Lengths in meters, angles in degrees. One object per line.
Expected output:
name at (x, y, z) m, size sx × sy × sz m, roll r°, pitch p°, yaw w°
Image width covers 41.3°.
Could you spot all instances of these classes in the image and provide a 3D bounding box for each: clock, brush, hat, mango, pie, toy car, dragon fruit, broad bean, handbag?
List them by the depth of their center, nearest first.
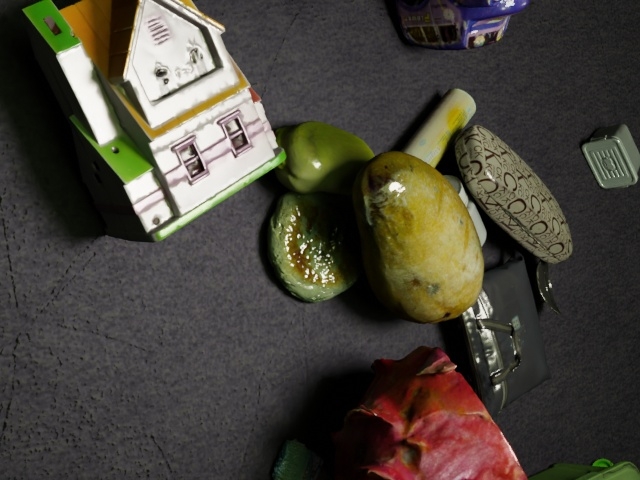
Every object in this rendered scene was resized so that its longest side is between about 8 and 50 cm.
clock at (-0.211, -0.190, 1.053) m, size 0.235 × 0.166 × 0.310 m, roll -36°, pitch 116°, yaw -32°
dragon fruit at (0.144, 0.347, 1.194) m, size 0.249 × 0.371 × 0.386 m, roll -27°, pitch 115°, yaw -10°
broad bean at (0.002, -0.119, 1.253) m, size 0.174 × 0.082 × 0.124 m, roll -2°, pitch 59°, yaw -44°
mango at (0.138, -0.006, 1.272) m, size 0.177 × 0.175 × 0.330 m, roll -77°, pitch 146°, yaw -51°
pie at (0.000, 0.000, 1.275) m, size 0.186 × 0.041 × 0.187 m, roll 3°, pitch 85°, yaw -36°
brush at (0.008, 0.364, 1.282) m, size 0.196 × 0.021 × 0.070 m, roll 37°, pitch 66°, yaw -32°
toy car at (0.236, -0.388, 1.357) m, size 0.172 × 0.235 × 0.158 m, roll -26°, pitch 116°, yaw -34°
handbag at (0.313, 0.165, 1.474) m, size 0.211 × 0.088 × 0.254 m, roll -24°, pitch 102°, yaw -41°
hat at (0.402, 0.089, 1.556) m, size 0.121 × 0.050 × 0.121 m, roll 48°, pitch 33°, yaw -45°

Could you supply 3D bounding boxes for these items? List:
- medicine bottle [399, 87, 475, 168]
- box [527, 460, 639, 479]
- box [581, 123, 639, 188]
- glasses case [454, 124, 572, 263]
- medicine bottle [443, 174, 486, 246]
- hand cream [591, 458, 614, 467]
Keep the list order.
medicine bottle at (0.180, -0.160, 1.400) m, size 0.074 × 0.074 × 0.218 m, roll 51°, pitch 59°, yaw -23°
box at (0.415, 0.530, 1.484) m, size 0.328 × 0.177 × 0.253 m, roll -8°, pitch 95°, yaw -38°
box at (0.588, -0.171, 1.698) m, size 0.069 × 0.084 × 0.122 m, roll -49°, pitch 117°, yaw -36°
glasses case at (0.338, -0.072, 1.463) m, size 0.354 × 0.085 × 0.137 m, roll 33°, pitch 38°, yaw -43°
medicine bottle at (0.219, -0.040, 1.395) m, size 0.080 × 0.080 × 0.130 m, roll -56°, pitch 137°, yaw -24°
hand cream at (0.629, 0.532, 1.728) m, size 0.079 × 0.050 × 0.275 m, roll -45°, pitch 121°, yaw 1°
